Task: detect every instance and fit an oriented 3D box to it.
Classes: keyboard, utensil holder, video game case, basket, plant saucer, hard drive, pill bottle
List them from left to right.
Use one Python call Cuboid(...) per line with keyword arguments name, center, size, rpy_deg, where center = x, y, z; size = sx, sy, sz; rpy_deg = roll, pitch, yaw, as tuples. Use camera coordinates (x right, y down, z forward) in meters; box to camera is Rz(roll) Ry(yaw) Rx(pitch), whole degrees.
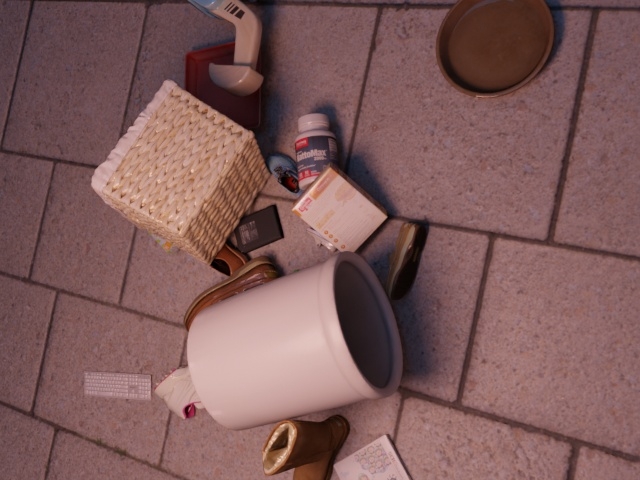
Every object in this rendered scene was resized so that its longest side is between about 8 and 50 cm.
Cuboid(name="keyboard", center=(-0.591, 0.421, 2.129), size=(0.256, 0.014, 0.072), rpy_deg=(-3, 82, 28))
Cuboid(name="basket", center=(-0.335, -0.153, 1.836), size=(0.266, 0.328, 0.331), rpy_deg=(32, 79, 13))
Cuboid(name="plant saucer", center=(-0.266, -0.419, 2.054), size=(0.258, 0.047, 0.259), rpy_deg=(-5, 80, 27))
Cuboid(name="hard drive", center=(-0.167, -0.028, 1.962), size=(0.135, 0.022, 0.094), rpy_deg=(-22, 73, 24))
Cuboid(name="utensil holder", center=(-0.056, 0.239, 1.652), size=(0.385, 0.327, 0.328), rpy_deg=(-22, 74, 23))
Cuboid(name="pill bottle", center=(-0.010, -0.223, 1.858), size=(0.107, 0.108, 0.180), rpy_deg=(-12, 77, 26))
Cuboid(name="video game case", center=(0.126, 0.557, 1.724), size=(0.157, 0.019, 0.143), rpy_deg=(-35, 70, 16))
Cuboid(name="plant saucer", center=(0.406, -0.464, 1.710), size=(0.277, 0.041, 0.278), rpy_deg=(-4, 80, 27))

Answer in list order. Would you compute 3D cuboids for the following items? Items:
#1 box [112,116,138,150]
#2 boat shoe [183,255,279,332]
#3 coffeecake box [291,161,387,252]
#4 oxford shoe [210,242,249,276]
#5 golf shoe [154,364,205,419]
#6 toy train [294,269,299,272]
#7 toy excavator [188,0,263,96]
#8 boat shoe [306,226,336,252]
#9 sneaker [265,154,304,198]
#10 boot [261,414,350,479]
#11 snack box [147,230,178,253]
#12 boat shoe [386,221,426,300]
Cuboid(name="box", center=(-0.525, -0.262, 2.170), size=(0.164, 0.021, 0.201), rpy_deg=(-48, 58, 13))
Cuboid(name="boat shoe", center=(-0.234, 0.168, 1.911), size=(0.307, 0.110, 0.104), rpy_deg=(-40, 55, 18))
Cuboid(name="coffeecake box", center=(0.046, -0.075, 1.777), size=(0.185, 0.068, 0.142), rpy_deg=(40, 105, -11))
Cuboid(name="oxford shoe", center=(-0.290, 0.034, 1.979), size=(0.212, 0.076, 0.076), rpy_deg=(28, 125, 30))
Cuboid(name="golf shoe", center=(-0.303, 0.357, 1.944), size=(0.306, 0.115, 0.140), rpy_deg=(-42, 77, 24))
Cuboid(name="toy train", center=(-0.034, 0.095, 1.879), size=(0.083, 0.017, 0.024), rpy_deg=(18, 102, 28))
Cuboid(name="toy excavator", center=(-0.251, -0.661, 1.965), size=(0.445, 0.222, 0.433), rpy_deg=(37, 97, 27))
Cuboid(name="boat shoe", center=(0.000, 0.000, 1.865), size=(0.100, 0.035, 0.035), rpy_deg=(29, 94, 21))
Cuboid(name="sneaker", center=(-0.089, -0.173, 1.911), size=(0.162, 0.073, 0.063), rpy_deg=(45, 104, 25))
Cuboid(name="boot", center=(-0.056, 0.506, 1.689), size=(0.089, 0.269, 0.236), rpy_deg=(25, 95, 28))
Cuboid(name="snack box", center=(-0.434, -0.044, 2.068), size=(0.141, 0.037, 0.100), rpy_deg=(42, 104, 26))
Cuboid(name="boat shoe", center=(0.191, 0.048, 1.747), size=(0.072, 0.068, 0.190), rpy_deg=(16, 81, 41))
